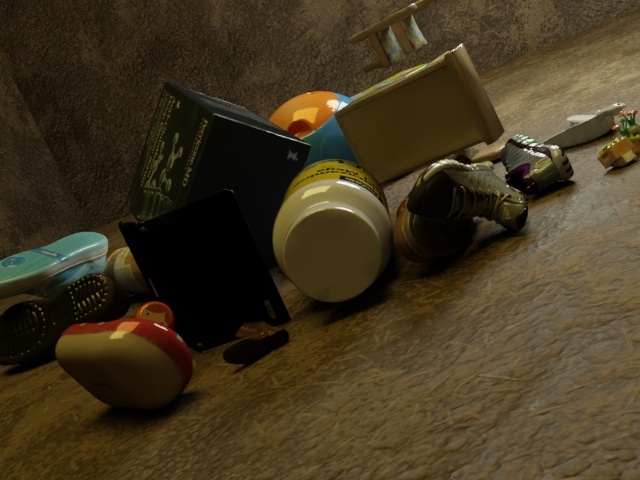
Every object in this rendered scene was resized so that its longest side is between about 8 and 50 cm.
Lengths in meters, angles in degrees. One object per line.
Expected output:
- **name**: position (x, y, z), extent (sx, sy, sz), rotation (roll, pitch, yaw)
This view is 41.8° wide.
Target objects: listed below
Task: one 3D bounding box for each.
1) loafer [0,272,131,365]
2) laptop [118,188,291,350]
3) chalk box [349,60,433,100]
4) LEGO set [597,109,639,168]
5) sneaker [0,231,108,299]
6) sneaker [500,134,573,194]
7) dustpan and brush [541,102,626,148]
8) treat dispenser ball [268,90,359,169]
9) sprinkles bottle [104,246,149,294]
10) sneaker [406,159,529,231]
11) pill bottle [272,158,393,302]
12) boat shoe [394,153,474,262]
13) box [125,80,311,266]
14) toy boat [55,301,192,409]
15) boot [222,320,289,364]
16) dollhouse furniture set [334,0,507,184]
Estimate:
- **loafer**: position (-0.557, 0.188, 1.817), extent (0.366, 0.133, 0.130), rotation (-21, -24, 23)
- **laptop**: position (-0.200, 0.048, 1.383), extent (0.137, 0.234, 0.264), rotation (-28, 12, -22)
- **chalk box**: position (0.163, -0.297, 2.084), extent (0.289, 0.179, 0.180), rotation (-30, 14, -23)
- **LEGO set**: position (0.568, -0.223, 1.368), extent (0.287, 0.107, 0.132), rotation (-23, 12, 7)
- **sneaker**: position (-0.614, 0.122, 1.923), extent (0.127, 0.208, 0.319), rotation (19, 29, 36)
- **sneaker**: position (0.344, -0.127, 1.461), extent (0.098, 0.083, 0.224), rotation (-32, 12, -5)
- **dustpan and brush**: position (0.517, -0.226, 1.587), extent (0.147, 0.060, 0.211), rotation (-27, 12, -13)
- **treat dispenser ball**: position (0.003, -0.186, 1.862), extent (0.288, 0.288, 0.288), rotation (-23, 12, 5)
- **sprinkles bottle**: position (-0.394, 0.061, 1.925), extent (0.121, 0.121, 0.355), rotation (-31, 10, -28)
- **sneaker**: position (0.235, -0.059, 1.230), extent (0.132, 0.086, 0.229), rotation (33, 30, 30)
- **pill bottle**: position (0.021, -0.018, 1.349), extent (0.188, 0.187, 0.334), rotation (-23, 12, 7)
- **boat shoe**: position (0.179, -0.034, 1.351), extent (0.104, 0.110, 0.307), rotation (-35, 4, 35)
- **box**: position (-0.224, -0.129, 1.718), extent (0.212, 0.293, 0.395), rotation (15, 11, -28)
- **toy boat**: position (-0.267, 0.152, 1.220), extent (0.231, 0.151, 0.151), rotation (-9, 39, 49)
- **boot**: position (-0.112, 0.149, 1.251), extent (0.107, 0.037, 0.114), rotation (-15, 11, -24)
- **dollhouse furniture set**: position (0.239, -0.281, 1.615), extent (0.257, 0.362, 0.394), rotation (-20, 13, 34)
